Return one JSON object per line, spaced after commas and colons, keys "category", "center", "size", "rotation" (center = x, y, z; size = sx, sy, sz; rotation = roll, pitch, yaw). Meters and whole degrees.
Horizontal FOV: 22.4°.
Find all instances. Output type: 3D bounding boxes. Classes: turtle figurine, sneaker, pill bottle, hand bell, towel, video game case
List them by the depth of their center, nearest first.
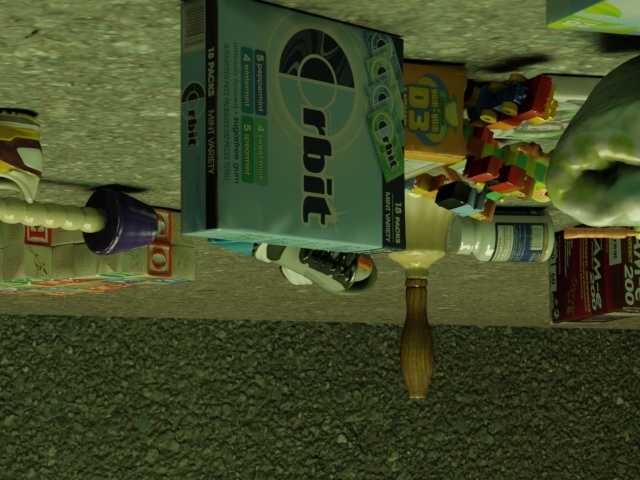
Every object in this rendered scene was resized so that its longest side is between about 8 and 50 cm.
{"category": "towel", "center": [0.347, -0.089, 1.042], "size": [0.375, 0.090, 0.320], "rotation": [-7, -172, 16]}
{"category": "sneaker", "center": [-0.335, -0.068, 1.401], "size": [0.186, 0.083, 0.069], "rotation": [-1, 173, -3]}
{"category": "video game case", "center": [0.245, -0.110, 1.402], "size": [0.190, 0.022, 0.173], "rotation": [1, 173, -16]}
{"category": "turtle figurine", "center": [0.251, -0.063, 1.541], "size": [0.217, 0.087, 0.269], "rotation": [1, -165, -43]}
{"category": "sneaker", "center": [0.000, 0.000, 1.774], "size": [0.108, 0.100, 0.271], "rotation": [22, 174, 17]}
{"category": "hand bell", "center": [0.110, 0.058, 1.838], "size": [0.126, 0.242, 0.126], "rotation": [-1, 172, 0]}
{"category": "pill bottle", "center": [0.228, -0.006, 2.039], "size": [0.120, 0.067, 0.067], "rotation": [1, 173, -13]}

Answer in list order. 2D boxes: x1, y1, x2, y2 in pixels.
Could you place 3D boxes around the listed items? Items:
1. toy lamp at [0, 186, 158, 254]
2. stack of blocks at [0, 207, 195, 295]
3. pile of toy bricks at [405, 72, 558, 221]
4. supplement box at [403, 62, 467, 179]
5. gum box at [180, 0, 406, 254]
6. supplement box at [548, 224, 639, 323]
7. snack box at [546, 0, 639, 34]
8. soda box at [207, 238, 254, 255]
{"category": "toy lamp", "center": [-0.297, -0.028, 1.759], "size": [0.275, 0.080, 0.080], "rotation": [5, 171, -44]}
{"category": "stack of blocks", "center": [-0.321, 0.014, 2.043], "size": [0.297, 0.087, 0.171], "rotation": [-7, 170, 40]}
{"category": "pile of toy bricks", "center": [0.147, -0.062, 1.331], "size": [0.105, 0.118, 0.212], "rotation": [23, 165, -20]}
{"category": "supplement box", "center": [0.036, -0.087, 1.344], "size": [0.080, 0.078, 0.233], "rotation": [6, 170, -25]}
{"category": "gum box", "center": [-0.016, -0.075, 1.112], "size": [0.041, 0.157, 0.184], "rotation": [-7, 171, 44]}
{"category": "supplement box", "center": [0.387, 0.042, 2.201], "size": [0.073, 0.130, 0.239], "rotation": [1, 172, -16]}
{"category": "snack box", "center": [0.251, -0.154, 0.862], "size": [0.207, 0.070, 0.174], "rotation": [3, 174, -23]}
{"category": "soda box", "center": [-0.064, -0.019, 1.896], "size": [0.071, 0.067, 0.210], "rotation": [-3, 172, 17]}
